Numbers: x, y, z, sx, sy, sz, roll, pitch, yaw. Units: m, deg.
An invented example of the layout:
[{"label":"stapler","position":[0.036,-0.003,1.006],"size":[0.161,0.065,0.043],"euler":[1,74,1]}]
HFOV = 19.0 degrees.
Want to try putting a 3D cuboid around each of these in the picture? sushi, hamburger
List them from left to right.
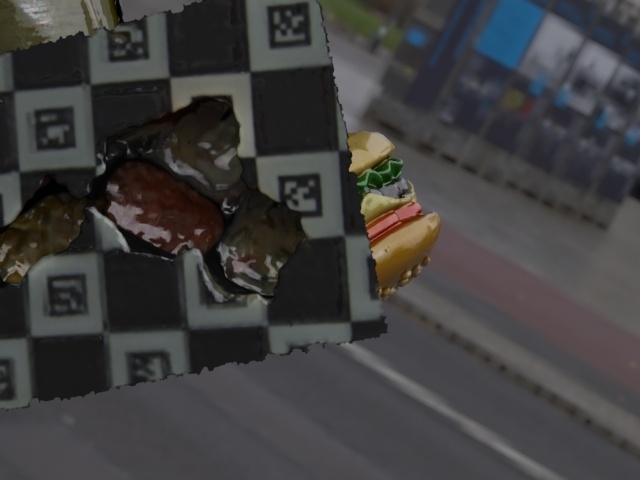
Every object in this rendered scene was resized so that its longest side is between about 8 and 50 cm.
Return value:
[{"label":"sushi","position":[-0.079,-0.012,0.737],"size":[0.201,0.139,0.031],"euler":[-12,0,15]},{"label":"hamburger","position":[0.000,0.000,1.261],"size":[0.115,0.162,0.162],"euler":[57,9,2]}]

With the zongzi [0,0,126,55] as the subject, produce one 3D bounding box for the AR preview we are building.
[{"label":"zongzi","position":[-0.250,-0.127,1.332],"size":[0.154,0.289,0.317],"euler":[-16,-4,26]}]
